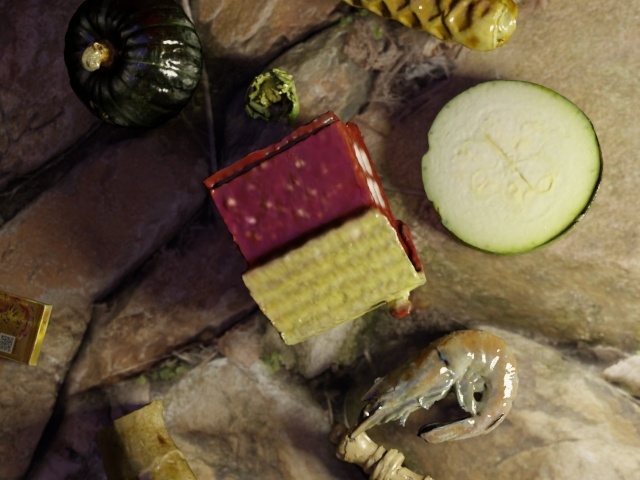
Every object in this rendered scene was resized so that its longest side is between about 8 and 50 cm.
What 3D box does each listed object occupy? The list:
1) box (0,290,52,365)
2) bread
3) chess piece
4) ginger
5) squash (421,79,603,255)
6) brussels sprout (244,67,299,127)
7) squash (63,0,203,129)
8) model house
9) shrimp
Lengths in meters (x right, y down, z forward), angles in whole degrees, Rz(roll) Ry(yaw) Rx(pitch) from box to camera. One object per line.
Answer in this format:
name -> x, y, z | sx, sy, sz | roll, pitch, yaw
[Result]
box -> -0.448, 0.111, 1.543 | 0.156, 0.022, 0.089 | 12, 87, 16
bread -> 0.078, -0.329, 1.431 | 0.368, 0.084, 0.077 | 25, 129, 16
chess piece -> 0.083, 0.277, 1.357 | 0.172, 0.060, 0.060 | 34, 92, 18
ginger -> -0.200, 0.331, 1.404 | 0.109, 0.116, 0.262 | -10, 70, -27
squash -> 0.233, -0.087, 1.378 | 0.219, 0.041, 0.219 | -1, 85, 12
brussels sprout -> -0.063, -0.187, 1.463 | 0.085, 0.058, 0.085 | 7, 118, 13
squash -> -0.245, -0.241, 1.471 | 0.193, 0.156, 0.193 | -16, 60, 30
model house -> 0.000, 0.000, 1.365 | 0.196, 0.160, 0.253 | -27, 77, 9
shrimp -> 0.137, 0.193, 1.345 | 0.223, 0.047, 0.126 | -31, 79, -5
